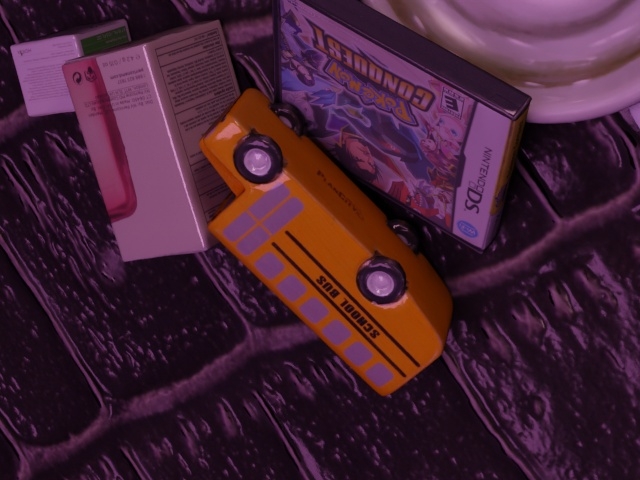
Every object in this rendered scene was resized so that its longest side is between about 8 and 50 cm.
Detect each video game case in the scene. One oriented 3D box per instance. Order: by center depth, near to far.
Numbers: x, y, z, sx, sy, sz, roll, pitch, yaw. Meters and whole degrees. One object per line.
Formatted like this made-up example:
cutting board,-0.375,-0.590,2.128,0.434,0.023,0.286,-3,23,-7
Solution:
video game case,0.069,-0.125,1.358,0.274,0.035,0.248,32,154,16

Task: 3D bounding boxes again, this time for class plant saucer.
plant saucer,0.210,-0.311,1.245,0.400,0.100,0.401,11,113,27

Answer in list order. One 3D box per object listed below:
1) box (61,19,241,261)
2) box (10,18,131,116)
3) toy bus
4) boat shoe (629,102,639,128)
box,-0.166,-0.111,1.506,0.126,0.148,0.232,-8,104,33
box,-0.281,-0.199,1.567,0.102,0.101,0.087,-3,107,31
toy bus,0.000,0.000,1.429,0.332,0.108,0.130,44,117,-10
boat shoe,0.376,-0.090,1.259,0.183,0.065,0.083,44,122,1
